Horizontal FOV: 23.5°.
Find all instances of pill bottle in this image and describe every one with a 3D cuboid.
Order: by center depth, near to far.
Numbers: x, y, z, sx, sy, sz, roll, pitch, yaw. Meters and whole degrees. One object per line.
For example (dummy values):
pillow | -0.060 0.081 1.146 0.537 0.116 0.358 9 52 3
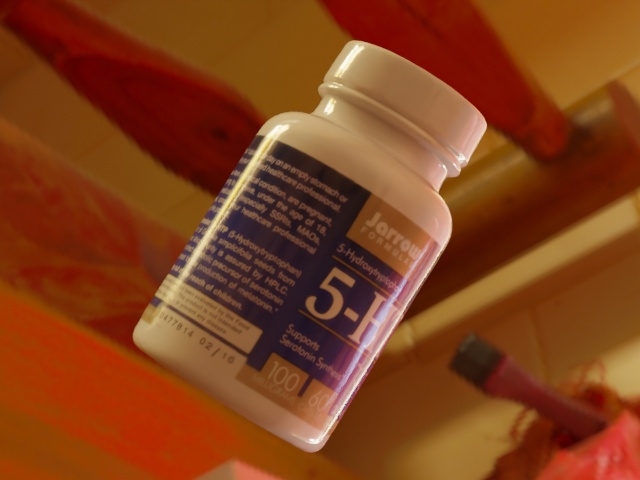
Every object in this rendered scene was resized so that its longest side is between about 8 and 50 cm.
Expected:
pill bottle | 0.000 0.000 0.769 0.112 0.186 0.112 31 -5 3
